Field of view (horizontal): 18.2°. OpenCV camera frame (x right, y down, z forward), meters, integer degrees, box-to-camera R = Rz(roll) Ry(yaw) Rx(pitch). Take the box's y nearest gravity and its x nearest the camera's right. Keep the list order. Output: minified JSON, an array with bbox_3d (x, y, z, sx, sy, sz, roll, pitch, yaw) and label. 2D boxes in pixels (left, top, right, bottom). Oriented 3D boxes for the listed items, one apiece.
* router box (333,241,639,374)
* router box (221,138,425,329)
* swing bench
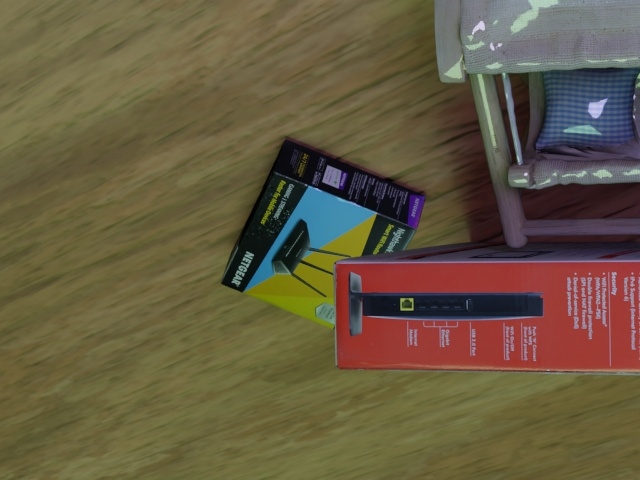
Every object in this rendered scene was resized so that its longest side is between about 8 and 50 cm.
[{"bbox_3d":[0.208,0.046,1.545,0.301,0.082,0.335,0,-178,23],"label":"router box"},{"bbox_3d":[0.000,0.000,1.764,0.133,0.046,0.179,21,142,-5],"label":"router box"},{"bbox_3d":[0.232,-0.134,1.413,0.253,0.165,0.255,-1,139,25],"label":"swing bench"}]
